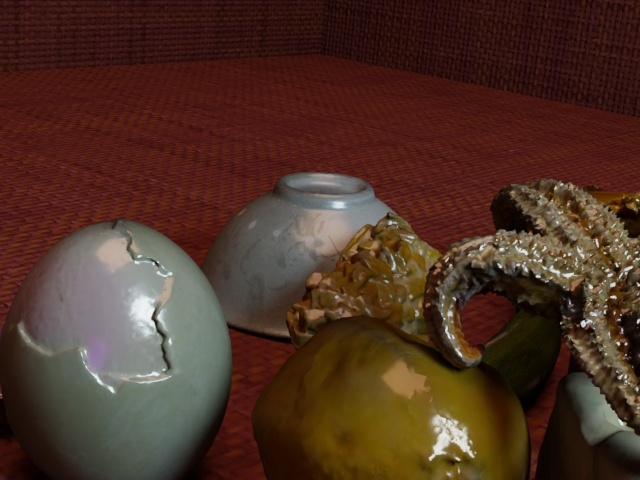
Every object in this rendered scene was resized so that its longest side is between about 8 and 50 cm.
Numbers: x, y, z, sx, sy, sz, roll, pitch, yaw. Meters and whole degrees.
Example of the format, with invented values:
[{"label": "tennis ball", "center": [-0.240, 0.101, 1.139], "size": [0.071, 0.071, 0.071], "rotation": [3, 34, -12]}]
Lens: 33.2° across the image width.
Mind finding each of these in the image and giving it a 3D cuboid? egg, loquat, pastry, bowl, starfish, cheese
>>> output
[{"label": "egg", "center": [-0.158, 0.085, 0.836], "size": [0.183, 0.217, 0.183], "rotation": [5, 20, -2]}, {"label": "loquat", "center": [0.049, 0.145, 0.779], "size": [0.187, 0.176, 0.234], "rotation": [40, -9, -24]}, {"label": "pastry", "center": [0.052, 0.082, 1.059], "size": [0.102, 0.154, 0.250], "rotation": [-19, 17, 33]}, {"label": "bowl", "center": [0.000, 0.000, 1.283], "size": [0.313, 0.146, 0.313], "rotation": [5, 16, -1]}, {"label": "starfish", "center": [0.227, 0.037, 0.736], "size": [0.303, 0.113, 0.312], "rotation": [24, 41, 26]}, {"label": "cheese", "center": [0.209, 0.194, 0.685], "size": [0.093, 0.159, 0.263], "rotation": [-1, 19, -6]}]

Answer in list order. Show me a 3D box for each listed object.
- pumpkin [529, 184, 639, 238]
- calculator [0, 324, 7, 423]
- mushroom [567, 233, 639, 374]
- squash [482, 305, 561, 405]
[{"label": "pumpkin", "center": [0.354, -0.023, 1.235], "size": [0.139, 0.280, 0.190], "rotation": [-10, 54, -49]}, {"label": "calculator", "center": [-0.401, 0.126, 0.939], "size": [0.294, 0.043, 0.194], "rotation": [-2, 19, -13]}, {"label": "mushroom", "center": [0.345, 0.056, 0.975], "size": [0.345, 0.345, 0.259], "rotation": [-9, 39, -39]}, {"label": "squash", "center": [0.185, 0.122, 1.062], "size": [0.080, 0.071, 0.318], "rotation": [33, 29, 17]}]
